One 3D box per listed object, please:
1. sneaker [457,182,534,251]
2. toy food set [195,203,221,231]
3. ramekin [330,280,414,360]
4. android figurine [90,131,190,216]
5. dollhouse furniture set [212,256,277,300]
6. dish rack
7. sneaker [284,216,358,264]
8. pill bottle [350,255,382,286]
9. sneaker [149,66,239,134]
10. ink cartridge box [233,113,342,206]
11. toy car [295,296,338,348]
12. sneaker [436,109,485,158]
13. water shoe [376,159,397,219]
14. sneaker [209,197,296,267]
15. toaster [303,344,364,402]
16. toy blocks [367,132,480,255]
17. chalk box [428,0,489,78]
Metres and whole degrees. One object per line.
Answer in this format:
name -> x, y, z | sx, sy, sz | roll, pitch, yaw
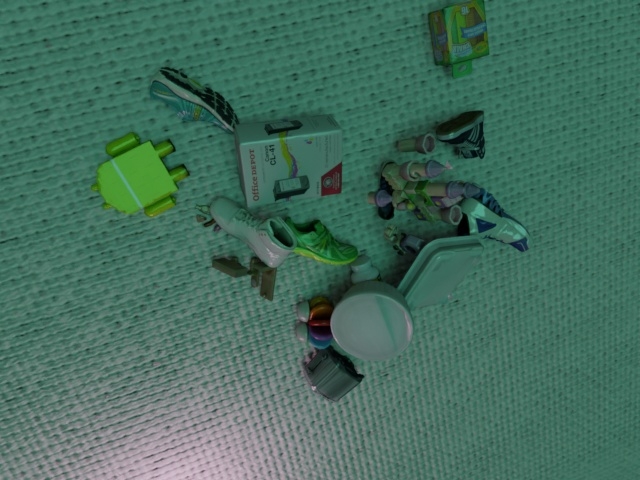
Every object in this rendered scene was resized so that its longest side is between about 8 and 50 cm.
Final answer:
sneaker -> 0.601, -0.045, 1.701 | 0.315, 0.127, 0.182 | 39, 97, -14
toy food set -> -0.344, -0.067, 1.494 | 0.122, 0.019, 0.078 | 11, 103, -17
ramekin -> 0.177, 0.258, 1.563 | 0.272, 0.127, 0.273 | 5, 116, 10
android figurine -> -0.540, -0.186, 1.390 | 0.272, 0.056, 0.248 | -30, 111, -5
dollhouse furniture set -> -0.250, 0.130, 1.510 | 0.151, 0.144, 0.123 | -10, 113, -50
dish rack -> 0.410, 0.128, 1.612 | 0.285, 0.072, 0.333 | -4, 135, -32
sneaker -> 0.000, 0.000, 1.555 | 0.295, 0.109, 0.124 | 16, 105, -18
pill bottle -> 0.167, 0.152, 1.645 | 0.103, 0.103, 0.184 | -23, 111, -7
sneaker -> -0.363, -0.394, 1.368 | 0.275, 0.107, 0.110 | 29, 126, -25
ink cartridge box -> -0.093, -0.242, 1.419 | 0.305, 0.131, 0.226 | -11, 129, -13
toy car -> 0.001, 0.295, 1.626 | 0.159, 0.136, 0.182 | 0, 106, -15
sneaker -> 0.468, -0.324, 1.534 | 0.282, 0.099, 0.153 | -34, 124, -44
water shoe -> 0.240, -0.170, 1.583 | 0.072, 0.080, 0.203 | -1, 106, -15
sneaker -> -0.197, -0.054, 1.430 | 0.292, 0.169, 0.108 | 40, 55, -7
toaster -> 0.045, 0.488, 1.693 | 0.146, 0.129, 0.227 | -42, 129, 4
toy blocks -> 0.349, -0.135, 1.462 | 0.288, 0.260, 0.309 | 45, 70, -32
chalk box -> 0.437, -0.625, 1.468 | 0.132, 0.132, 0.213 | -17, 110, -3
